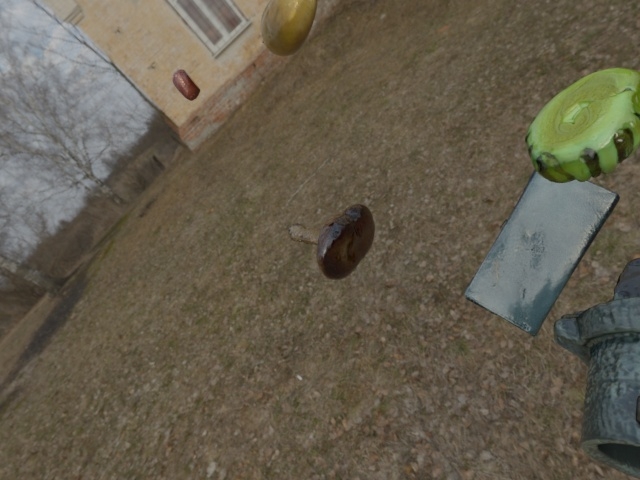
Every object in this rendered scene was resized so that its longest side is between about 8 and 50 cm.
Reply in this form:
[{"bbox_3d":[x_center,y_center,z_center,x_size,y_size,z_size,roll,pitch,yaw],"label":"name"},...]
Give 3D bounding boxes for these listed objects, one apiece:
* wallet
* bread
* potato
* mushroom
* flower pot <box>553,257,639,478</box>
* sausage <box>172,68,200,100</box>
[{"bbox_3d":[0.512,0.016,0.946,0.379,0.190,0.046,-60,-18,3],"label":"wallet"},{"bbox_3d":[0.307,-0.127,0.462,0.129,0.071,0.139,-23,38,43],"label":"bread"},{"bbox_3d":[-0.087,-0.583,1.074,0.145,0.151,0.234,-18,5,-14],"label":"potato"},{"bbox_3d":[0.000,0.000,0.945,0.217,0.148,0.227,4,20,30],"label":"mushroom"},{"bbox_3d":[0.519,0.200,0.608,0.298,0.299,0.283,-9,49,50],"label":"flower pot"},{"bbox_3d":[-0.414,-0.476,1.231,0.054,0.094,0.059,-37,19,6],"label":"sausage"}]
